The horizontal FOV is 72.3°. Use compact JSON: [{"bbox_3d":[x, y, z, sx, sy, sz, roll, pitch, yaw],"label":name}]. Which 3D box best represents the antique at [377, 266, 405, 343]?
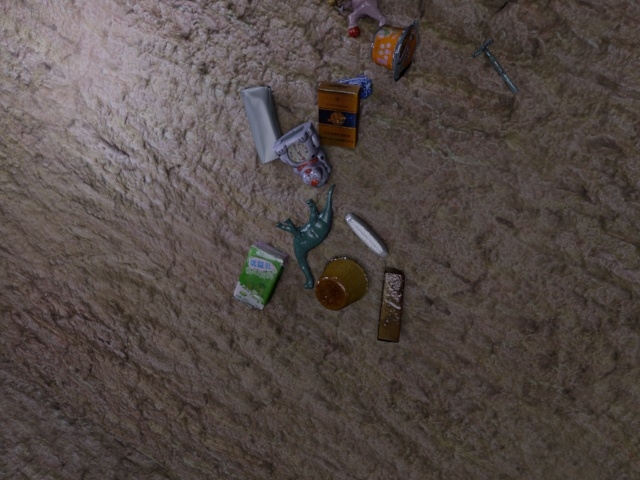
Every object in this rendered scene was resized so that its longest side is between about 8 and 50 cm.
[{"bbox_3d":[0.298,0.271,1.839,0.093,0.087,0.310,6,104,10],"label":"antique"}]

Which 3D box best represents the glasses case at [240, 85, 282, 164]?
[{"bbox_3d":[-0.226,-0.475,1.789,0.128,0.083,0.308,-13,100,10],"label":"glasses case"}]

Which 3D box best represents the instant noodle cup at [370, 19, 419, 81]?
[{"bbox_3d":[0.260,-0.698,1.589,0.125,0.177,0.208,25,89,22],"label":"instant noodle cup"}]

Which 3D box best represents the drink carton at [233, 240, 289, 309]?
[{"bbox_3d":[-0.261,0.158,1.931,0.161,0.108,0.271,25,108,6],"label":"drink carton"}]

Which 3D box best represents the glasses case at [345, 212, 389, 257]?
[{"bbox_3d":[0.191,-0.022,1.793,0.059,0.092,0.233,-43,92,17],"label":"glasses case"}]

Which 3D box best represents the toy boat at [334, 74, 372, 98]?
[{"bbox_3d":[0.107,-0.585,1.670,0.174,0.110,0.091,0,100,14],"label":"toy boat"}]

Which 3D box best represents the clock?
[{"bbox_3d":[-0.050,-0.313,1.736,0.188,0.189,0.254,-25,113,17],"label":"clock"}]

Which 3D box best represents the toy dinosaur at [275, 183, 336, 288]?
[{"bbox_3d":[0.000,0.000,1.853,0.383,0.129,0.331,-33,105,17],"label":"toy dinosaur"}]

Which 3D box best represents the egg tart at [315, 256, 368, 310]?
[{"bbox_3d":[0.081,0.187,1.825,0.215,0.171,0.215,10,113,24],"label":"egg tart"}]

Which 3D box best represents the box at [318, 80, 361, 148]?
[{"bbox_3d":[0.071,-0.475,1.671,0.152,0.070,0.237,10,134,11],"label":"box"}]

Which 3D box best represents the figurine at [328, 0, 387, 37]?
[{"bbox_3d":[0.125,-0.892,1.569,0.186,0.176,0.288,-24,113,-8],"label":"figurine"}]

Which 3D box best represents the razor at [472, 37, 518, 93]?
[{"bbox_3d":[0.645,-0.618,1.577,0.084,0.036,0.211,-38,92,20],"label":"razor"}]
